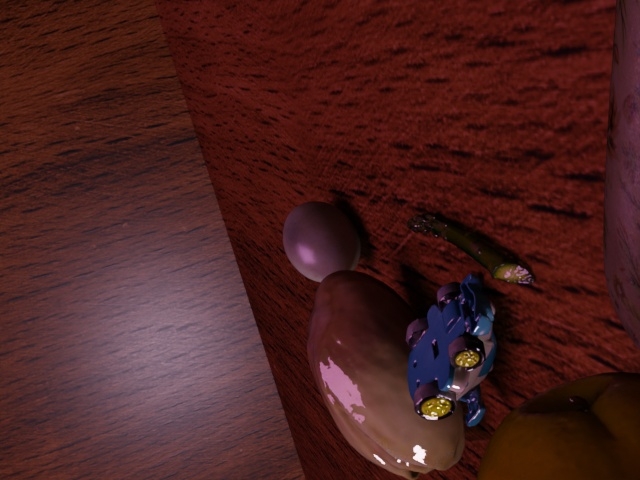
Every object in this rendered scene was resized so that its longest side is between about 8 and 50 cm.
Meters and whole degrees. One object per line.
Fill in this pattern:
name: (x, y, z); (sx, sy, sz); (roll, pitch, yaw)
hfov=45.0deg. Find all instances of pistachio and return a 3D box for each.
pistachio: (0.081, 0.173, 1.014); (0.293, 0.181, 0.162); (58, 139, 10)

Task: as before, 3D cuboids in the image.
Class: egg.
egg: (0.000, 0.000, 1.199); (0.152, 0.114, 0.114); (-122, 19, -44)

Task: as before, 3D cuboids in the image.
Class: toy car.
toy car: (0.167, 0.123, 0.880); (0.126, 0.098, 0.161); (-94, 28, -51)

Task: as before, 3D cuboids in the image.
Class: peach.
peach: (0.217, 0.202, 0.512); (0.231, 0.231, 0.231); (160, 90, -75)

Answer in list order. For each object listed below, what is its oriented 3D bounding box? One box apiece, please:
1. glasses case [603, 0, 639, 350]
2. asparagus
glasses case: (0.215, -0.090, 0.372); (0.156, 0.098, 0.425); (46, 152, 51)
asparagus: (0.152, 0.001, 0.843); (0.236, 0.027, 0.034); (-143, 46, -62)
